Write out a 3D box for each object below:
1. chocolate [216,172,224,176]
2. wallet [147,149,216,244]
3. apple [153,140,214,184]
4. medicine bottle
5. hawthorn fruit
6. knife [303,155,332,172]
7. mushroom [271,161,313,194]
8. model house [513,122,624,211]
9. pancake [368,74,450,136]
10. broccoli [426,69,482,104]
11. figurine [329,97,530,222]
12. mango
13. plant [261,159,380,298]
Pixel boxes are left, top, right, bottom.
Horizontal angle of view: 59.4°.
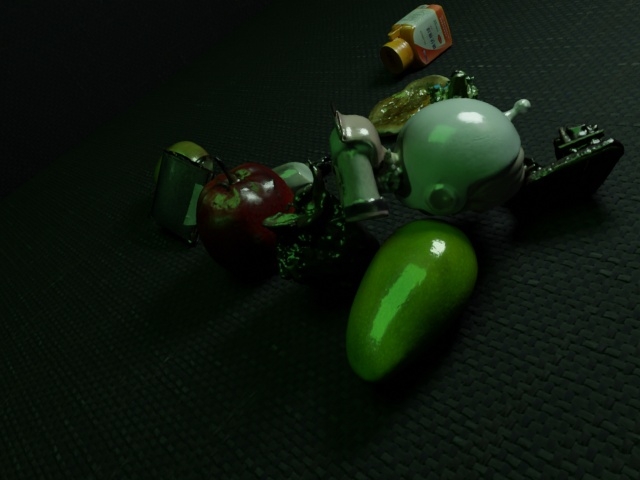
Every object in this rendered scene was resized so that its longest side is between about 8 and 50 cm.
[{"bbox_3d":[-0.271,-0.133,1.621,0.149,0.125,0.080,-29,17,8],"label":"chocolate"},{"bbox_3d":[-0.403,-0.131,1.636,0.262,0.071,0.221,28,103,43],"label":"wallet"},{"bbox_3d":[-0.449,-0.220,1.819,0.188,0.173,0.207,-42,20,-22],"label":"apple"},{"bbox_3d":[0.304,-0.641,1.811,0.222,0.149,0.112,-41,36,-16],"label":"medicine bottle"},{"bbox_3d":[-0.184,-0.076,1.306,0.254,0.300,0.254,-17,37,13],"label":"hawthorn fruit"},{"bbox_3d":[-0.111,-0.192,1.639,0.365,0.043,0.089,-8,6,32],"label":"knife"},{"bbox_3d":[-0.144,-0.123,1.522,0.270,0.103,0.118,-31,49,8],"label":"mushroom"},{"bbox_3d":[0.456,-0.155,1.084,0.203,0.141,0.164,-20,45,19],"label":"model house"},{"bbox_3d":[0.263,-0.378,1.595,0.282,0.049,0.282,-22,34,16],"label":"pancake"},{"bbox_3d":[0.339,-0.360,1.412,0.167,0.160,0.154,-22,49,-11],"label":"broccoli"},{"bbox_3d":[0.193,-0.144,1.018,0.361,0.211,0.253,-1,48,-6],"label":"figurine"},{"bbox_3d":[0.153,0.099,0.963,0.192,0.156,0.343,-6,43,47],"label":"mango"},{"bbox_3d":[0.000,0.000,1.124,0.204,0.234,0.178,-45,36,9],"label":"plant"}]
